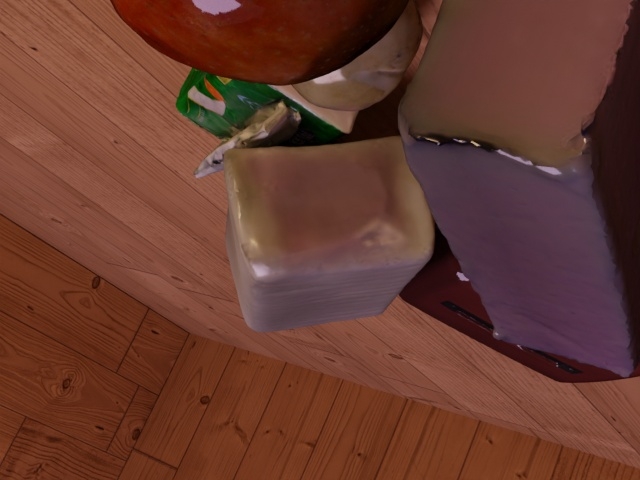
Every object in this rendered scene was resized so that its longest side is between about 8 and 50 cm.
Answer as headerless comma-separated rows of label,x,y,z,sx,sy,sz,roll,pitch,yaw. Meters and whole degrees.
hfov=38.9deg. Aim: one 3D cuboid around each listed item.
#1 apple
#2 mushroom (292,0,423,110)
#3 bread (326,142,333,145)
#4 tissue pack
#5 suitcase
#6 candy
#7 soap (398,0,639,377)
apple,-0.036,-0.217,0.616,0.229,0.230,0.230,23,163,7
mushroom,0.018,-0.186,0.806,0.148,0.112,0.148,4,130,4
bread,0.029,-0.044,1.286,0.138,0.077,0.361,8,157,45
tissue pack,-0.064,-0.147,0.974,0.148,0.156,0.209,28,162,-19
suitcase,0.260,0.049,1.102,0.297,0.161,0.236,29,162,-9
candy,-0.002,0.002,1.032,0.208,0.145,0.359,-6,166,-8
soap,0.165,-0.105,0.536,0.107,0.296,0.285,12,161,29
